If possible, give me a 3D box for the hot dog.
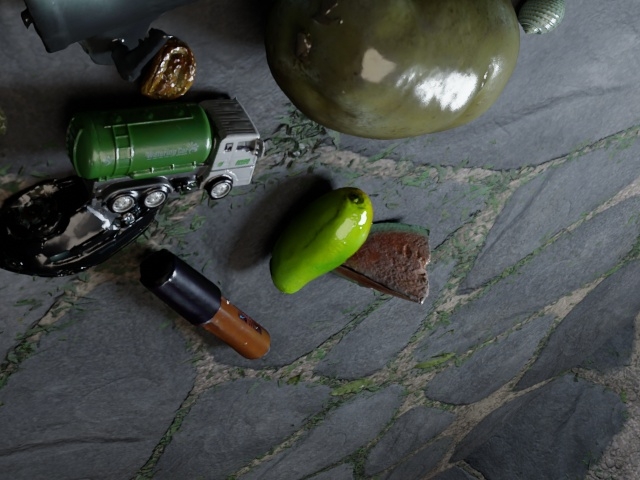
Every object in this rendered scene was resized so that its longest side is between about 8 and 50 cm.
[{"bbox_3d":[-0.183,-0.201,0.967,0.058,0.035,0.083,6,132,-41],"label":"hot dog"}]

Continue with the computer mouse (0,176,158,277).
[{"bbox_3d":[-0.324,-0.013,1.068,0.241,0.077,0.146,-26,150,-10],"label":"computer mouse"}]

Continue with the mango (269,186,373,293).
[{"bbox_3d":[0.000,0.000,1.330,0.125,0.111,0.233,10,131,-41],"label":"mango"}]

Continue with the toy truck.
[{"bbox_3d":[-0.196,-0.117,1.008,0.242,0.101,0.125,-11,144,-32],"label":"toy truck"}]

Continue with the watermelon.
[{"bbox_3d":[0.108,0.030,1.437,0.207,0.202,0.136,8,92,-49],"label":"watermelon"}]

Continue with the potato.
[{"bbox_3d":[0.081,-0.233,0.964,0.326,0.221,0.243,-8,179,-32],"label":"potato"}]

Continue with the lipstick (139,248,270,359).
[{"bbox_3d":[-0.181,0.124,1.376,0.077,0.077,0.418,-34,150,3],"label":"lipstick"}]

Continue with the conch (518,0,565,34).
[{"bbox_3d":[0.339,-0.341,1.206,0.085,0.057,0.076,-38,161,10],"label":"conch"}]

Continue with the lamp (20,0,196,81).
[{"bbox_3d":[-0.172,-0.298,0.679,0.272,0.205,0.374,-29,165,5],"label":"lamp"}]
